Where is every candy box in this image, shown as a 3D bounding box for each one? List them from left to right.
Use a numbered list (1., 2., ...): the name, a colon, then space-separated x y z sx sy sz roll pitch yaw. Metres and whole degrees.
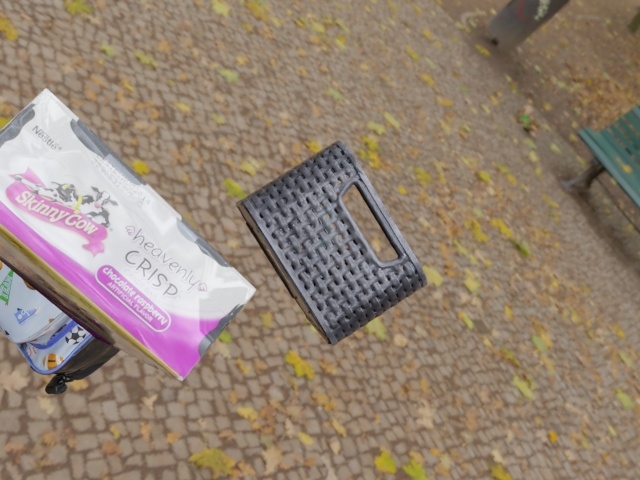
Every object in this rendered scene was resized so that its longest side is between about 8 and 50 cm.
1. candy box: -0.159 0.002 0.483 0.159 0.233 0.071 46 69 -19

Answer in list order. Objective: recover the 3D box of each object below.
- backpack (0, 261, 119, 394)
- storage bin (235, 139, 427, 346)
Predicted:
1. backpack: -0.357 0.029 1.027 0.263 0.276 0.213 47 -8 23
2. storage bin: 0.000 0.000 0.586 0.122 0.084 0.180 58 -7 -6
